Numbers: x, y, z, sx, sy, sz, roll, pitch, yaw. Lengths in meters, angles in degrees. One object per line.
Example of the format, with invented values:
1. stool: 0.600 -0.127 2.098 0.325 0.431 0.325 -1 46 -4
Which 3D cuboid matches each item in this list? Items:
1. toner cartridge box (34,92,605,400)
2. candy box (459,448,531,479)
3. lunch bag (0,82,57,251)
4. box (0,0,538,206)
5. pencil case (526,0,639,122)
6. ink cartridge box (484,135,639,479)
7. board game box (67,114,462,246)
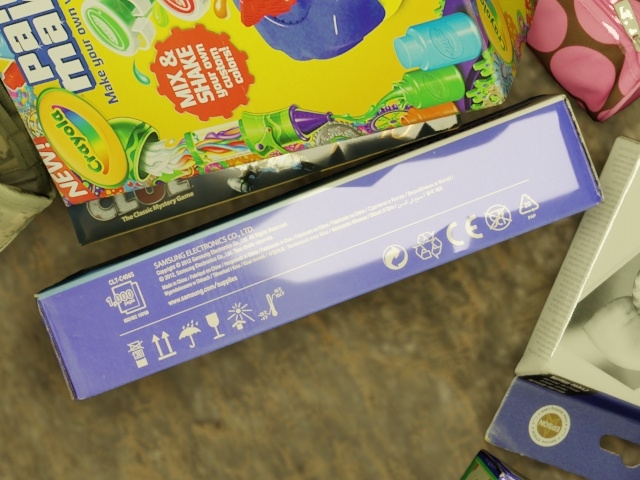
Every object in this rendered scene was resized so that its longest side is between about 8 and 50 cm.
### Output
1. toner cartridge box: 0.000 0.000 1.168 0.348 0.165 0.075 -21 94 2
2. candy box: 0.137 0.348 1.208 0.268 0.122 0.317 34 88 -1
3. lunch bag: -0.341 -0.055 1.149 0.235 0.169 0.287 -38 112 17
4. box: -0.058 -0.208 1.007 0.279 0.177 0.290 -13 118 23
5. pencil case: 0.147 -0.179 1.183 0.209 0.098 0.095 44 94 -2
6. ink cartridge box: 0.250 0.072 1.197 0.223 0.045 0.224 21 96 -20
7. board game box: -0.035 -0.058 1.163 0.243 0.165 0.042 -17 94 2
